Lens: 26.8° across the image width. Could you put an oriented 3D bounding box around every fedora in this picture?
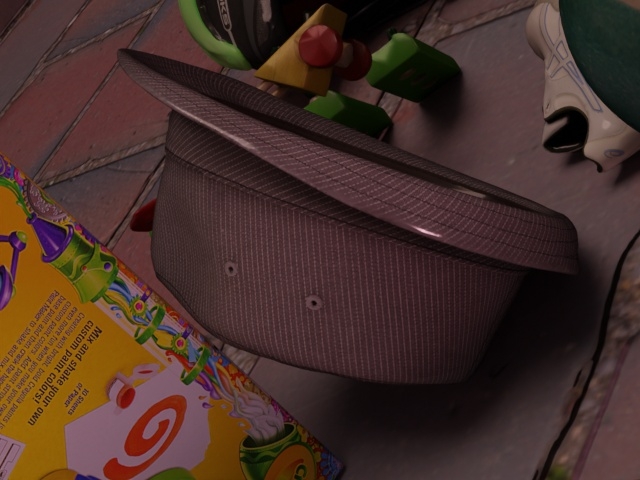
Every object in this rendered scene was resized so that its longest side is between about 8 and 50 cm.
[{"bbox_3d":[0.000,0.000,0.741,0.124,0.275,0.244,-70,-16,8],"label":"fedora"}]

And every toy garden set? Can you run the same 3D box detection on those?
[{"bbox_3d":[-0.036,-0.081,0.962,0.244,0.049,0.204,-36,-13,17],"label":"toy garden set"}]

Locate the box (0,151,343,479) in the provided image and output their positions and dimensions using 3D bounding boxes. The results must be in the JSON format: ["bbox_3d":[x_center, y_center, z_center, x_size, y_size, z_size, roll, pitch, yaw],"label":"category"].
[{"bbox_3d":[-0.192,0.153,0.715,0.177,0.279,0.290,-4,46,54],"label":"box"}]

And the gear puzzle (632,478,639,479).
[{"bbox_3d":[0.104,0.228,0.440,0.175,0.044,0.339,-19,38,41],"label":"gear puzzle"}]

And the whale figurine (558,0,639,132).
[{"bbox_3d":[0.213,-0.139,0.708,0.272,0.216,0.141,-71,-9,-57],"label":"whale figurine"}]

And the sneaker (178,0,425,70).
[{"bbox_3d":[0.095,-0.311,1.156,0.483,0.185,0.202,-47,43,3],"label":"sneaker"}]

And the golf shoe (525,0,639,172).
[{"bbox_3d":[0.155,-0.097,0.822,0.086,0.069,0.176,-49,24,6],"label":"golf shoe"}]
